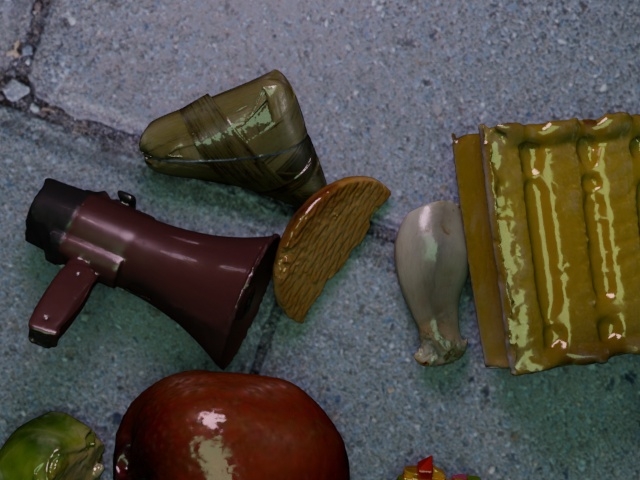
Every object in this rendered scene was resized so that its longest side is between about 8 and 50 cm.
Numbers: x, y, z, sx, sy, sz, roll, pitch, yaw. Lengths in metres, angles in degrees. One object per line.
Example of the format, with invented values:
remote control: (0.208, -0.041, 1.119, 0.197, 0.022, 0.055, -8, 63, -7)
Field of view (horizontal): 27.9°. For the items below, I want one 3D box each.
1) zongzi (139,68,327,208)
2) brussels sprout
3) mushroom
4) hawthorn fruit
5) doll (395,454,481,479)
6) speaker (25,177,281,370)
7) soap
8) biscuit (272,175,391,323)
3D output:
zongzi: (-0.109, -0.091, 1.756, 0.221, 0.112, 0.242, -18, 117, 8)
brussels sprout: (-0.372, 0.309, 1.729, 0.122, 0.151, 0.149, 28, 117, 26)
mushroom: (0.157, 0.060, 1.762, 0.116, 0.093, 0.225, 1, 85, -24)
hawthorn fruit: (-0.117, 0.299, 1.659, 0.311, 0.295, 0.295, 4, 90, 1)
doll: (0.180, 0.380, 1.759, 0.186, 0.106, 0.134, 33, 100, -2)
speaker: (-0.245, 0.064, 1.698, 0.329, 0.198, 0.259, 17, 69, 3)
soap: (0.347, -0.004, 1.721, 0.293, 0.156, 0.335, -10, 91, -18)
biscuit: (-0.001, -0.001, 1.740, 0.033, 0.144, 0.224, 32, 89, 39)
